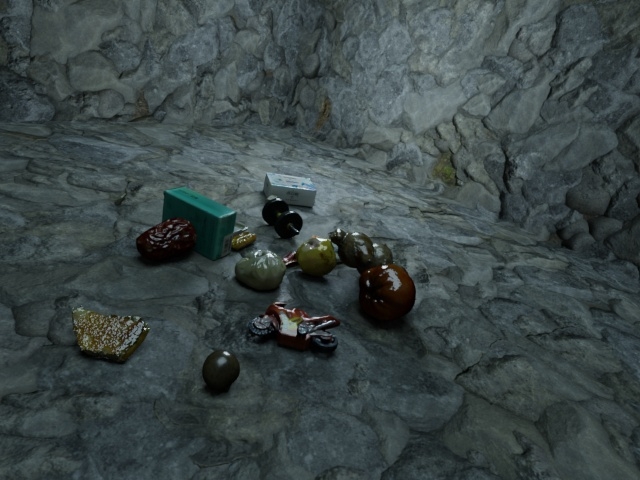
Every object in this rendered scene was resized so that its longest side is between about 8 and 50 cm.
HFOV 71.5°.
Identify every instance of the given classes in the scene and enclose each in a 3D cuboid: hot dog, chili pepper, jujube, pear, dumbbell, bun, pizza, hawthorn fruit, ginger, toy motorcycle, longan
[{"bbox_3d":[-0.351,0.001,1.967,0.071,0.045,0.165,25,27,21],"label":"hot dog"},{"bbox_3d":[-0.116,0.079,1.932,0.268,0.051,0.059,-26,90,-52],"label":"chili pepper"},{"bbox_3d":[-0.597,-0.001,1.730,0.155,0.155,0.230,27,36,26],"label":"jujube"},{"bbox_3d":[-0.019,0.069,1.859,0.178,0.177,0.178,12,25,-5],"label":"pear"},{"bbox_3d":[-0.188,-0.109,2.172,0.143,0.143,0.325,-4,30,-34],"label":"dumbbell"},{"bbox_3d":[-0.233,0.101,1.724,0.193,0.127,0.178,18,26,14],"label":"bun"},{"bbox_3d":[-0.606,0.267,1.252,0.227,0.069,0.147,9,46,-4],"label":"pizza"},{"bbox_3d":[0.269,0.197,1.700,0.261,0.224,0.224,11,19,-48],"label":"hawthorn fruit"},{"bbox_3d":[0.199,0.070,1.884,0.375,0.176,0.256,35,10,-24],"label":"ginger"},{"bbox_3d":[-0.082,0.282,1.462,0.298,0.089,0.171,14,24,-2],"label":"toy motorcycle"},{"bbox_3d":[-0.270,0.355,1.210,0.113,0.092,0.113,35,41,-38],"label":"longan"}]

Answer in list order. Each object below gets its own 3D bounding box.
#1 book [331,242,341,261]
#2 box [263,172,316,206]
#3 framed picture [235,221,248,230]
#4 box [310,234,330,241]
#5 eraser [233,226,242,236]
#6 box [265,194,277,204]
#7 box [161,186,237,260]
[{"bbox_3d":[0.072,0.051,2.090,0.231,0.026,0.157,-1,28,-40],"label":"book"},{"bbox_3d":[-0.182,-0.297,2.607,0.274,0.116,0.203,5,25,-18],"label":"box"},{"bbox_3d":[-0.467,-0.054,2.063,0.173,0.010,0.231,21,25,15],"label":"framed picture"},{"bbox_3d":[0.000,0.000,2.194,0.093,0.015,0.058,16,23,4],"label":"box"},{"bbox_3d":[-0.442,-0.050,2.007,0.151,0.023,0.104,17,21,21],"label":"eraser"},{"bbox_3d":[-0.270,-0.212,2.443,0.045,0.062,0.098,15,26,5],"label":"box"},{"bbox_3d":[-0.512,-0.077,1.860,0.312,0.205,0.118,24,25,21],"label":"box"}]
